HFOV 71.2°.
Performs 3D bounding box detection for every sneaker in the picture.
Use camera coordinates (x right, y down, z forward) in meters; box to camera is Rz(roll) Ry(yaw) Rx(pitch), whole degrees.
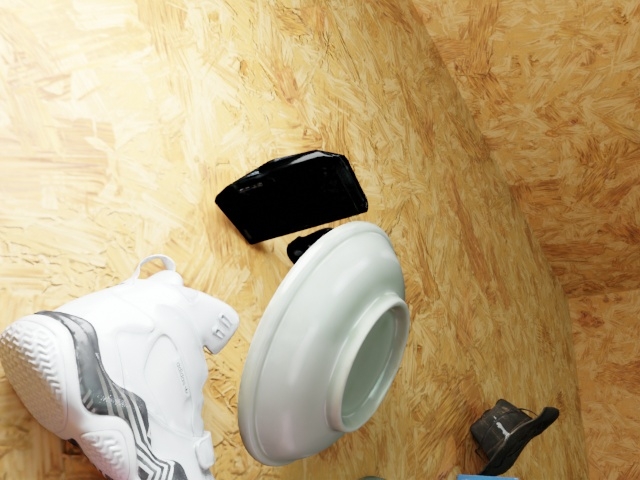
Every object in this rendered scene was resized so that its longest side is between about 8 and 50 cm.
[{"bbox_3d":[-0.164,0.196,0.521,0.210,0.137,0.366,-44,110,-48],"label":"sneaker"}]

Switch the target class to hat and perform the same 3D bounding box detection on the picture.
[{"bbox_3d":[0.517,0.542,1.278,0.331,0.331,0.134,22,17,-47],"label":"hat"}]

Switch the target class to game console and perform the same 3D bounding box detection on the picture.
[{"bbox_3d":[0.000,0.000,0.768,0.361,0.213,0.044,55,28,-43],"label":"game console"}]

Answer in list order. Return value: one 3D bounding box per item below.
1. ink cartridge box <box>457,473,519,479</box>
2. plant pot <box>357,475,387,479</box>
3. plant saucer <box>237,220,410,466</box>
[{"bbox_3d":[0.444,0.822,1.069,0.285,0.166,0.395,50,42,-29],"label":"ink cartridge box"},{"bbox_3d":[0.166,0.578,0.767,0.293,0.196,0.293,23,60,-47],"label":"plant pot"},{"bbox_3d":[0.048,0.173,0.692,0.400,0.100,0.401,-35,135,-44],"label":"plant saucer"}]
